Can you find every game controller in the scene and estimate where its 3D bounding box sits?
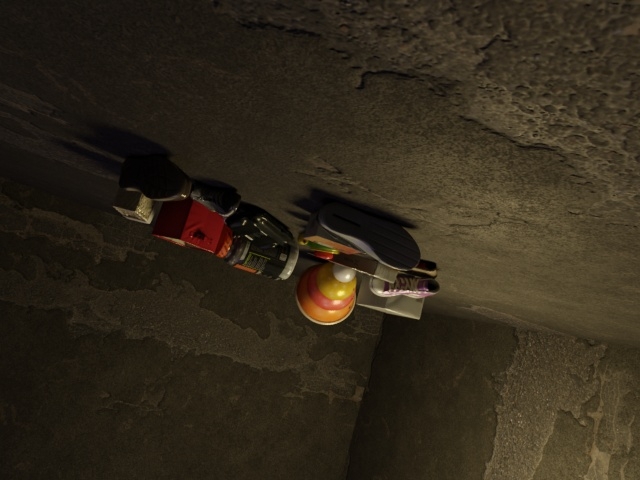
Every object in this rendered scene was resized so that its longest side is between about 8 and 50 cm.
[{"bbox_3d":[-0.234,-0.040,1.767,0.166,0.067,0.319,-7,158,19],"label":"game controller"}]

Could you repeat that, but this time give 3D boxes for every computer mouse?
[{"bbox_3d":[-0.354,-0.084,1.794,0.042,0.106,0.193,8,160,9],"label":"computer mouse"}]

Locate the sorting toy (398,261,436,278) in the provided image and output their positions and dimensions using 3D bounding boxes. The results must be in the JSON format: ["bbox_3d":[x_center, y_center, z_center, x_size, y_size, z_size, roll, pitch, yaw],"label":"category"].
[{"bbox_3d":[0.370,0.109,1.806,0.196,0.047,0.348,8,168,18],"label":"sorting toy"}]

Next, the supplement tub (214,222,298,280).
[{"bbox_3d":[-0.287,0.042,2.012,0.338,0.207,0.207,22,169,-26],"label":"supplement tub"}]

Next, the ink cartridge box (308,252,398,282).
[{"bbox_3d":[0.122,0.081,1.736,0.239,0.060,0.275,23,176,-39],"label":"ink cartridge box"}]

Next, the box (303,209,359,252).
[{"bbox_3d":[0.052,-0.025,1.444,0.170,0.091,0.130,20,169,-17],"label":"box"}]

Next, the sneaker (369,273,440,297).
[{"bbox_3d":[0.346,0.173,1.801,0.282,0.102,0.161,5,169,-22],"label":"sneaker"}]

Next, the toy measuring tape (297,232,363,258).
[{"bbox_3d":[0.078,0.020,1.622,0.330,0.121,0.121,11,172,-19],"label":"toy measuring tape"}]

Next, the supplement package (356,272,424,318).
[{"bbox_3d":[0.333,0.238,2.108,0.198,0.199,0.263,20,169,-22],"label":"supplement package"}]

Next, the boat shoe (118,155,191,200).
[{"bbox_3d":[-0.488,-0.188,1.387,0.355,0.132,0.130,19,-176,41],"label":"boat shoe"}]

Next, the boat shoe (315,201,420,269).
[{"bbox_3d":[0.141,-0.021,1.327,0.335,0.121,0.119,30,175,-12],"label":"boat shoe"}]

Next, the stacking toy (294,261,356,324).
[{"bbox_3d":[0.074,0.222,2.323,0.350,0.350,0.480,18,155,-7],"label":"stacking toy"}]

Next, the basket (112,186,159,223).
[{"bbox_3d":[-0.655,-0.162,1.621,0.113,0.167,0.103,14,165,12],"label":"basket"}]

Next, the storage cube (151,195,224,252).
[{"bbox_3d":[-0.509,-0.075,1.770,0.215,0.193,0.183,7,167,37],"label":"storage cube"}]

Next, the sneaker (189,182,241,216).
[{"bbox_3d":[-0.369,-0.143,1.502,0.132,0.086,0.229,27,167,-37],"label":"sneaker"}]
